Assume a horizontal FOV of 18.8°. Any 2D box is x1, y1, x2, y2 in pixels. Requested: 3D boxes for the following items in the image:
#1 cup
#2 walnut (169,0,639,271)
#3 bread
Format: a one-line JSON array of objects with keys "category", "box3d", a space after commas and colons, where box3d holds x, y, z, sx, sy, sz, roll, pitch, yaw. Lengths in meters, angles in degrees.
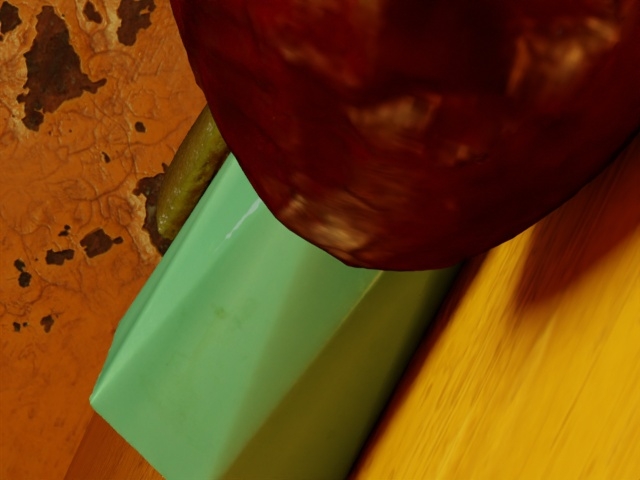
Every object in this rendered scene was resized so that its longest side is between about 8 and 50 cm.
[{"category": "cup", "box3d": [0.000, 0.000, 0.918, 0.134, 0.148, 0.235, -25, -31, -57]}, {"category": "walnut", "box3d": [0.057, -0.129, 0.699, 0.244, 0.221, 0.269, -34, -15, -24]}, {"category": "bread", "box3d": [-0.095, -0.083, 1.994, 0.172, 0.103, 0.132, -60, 9, 31]}]
